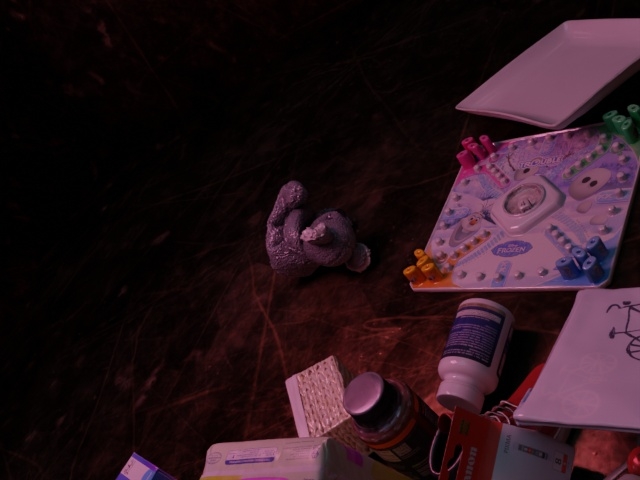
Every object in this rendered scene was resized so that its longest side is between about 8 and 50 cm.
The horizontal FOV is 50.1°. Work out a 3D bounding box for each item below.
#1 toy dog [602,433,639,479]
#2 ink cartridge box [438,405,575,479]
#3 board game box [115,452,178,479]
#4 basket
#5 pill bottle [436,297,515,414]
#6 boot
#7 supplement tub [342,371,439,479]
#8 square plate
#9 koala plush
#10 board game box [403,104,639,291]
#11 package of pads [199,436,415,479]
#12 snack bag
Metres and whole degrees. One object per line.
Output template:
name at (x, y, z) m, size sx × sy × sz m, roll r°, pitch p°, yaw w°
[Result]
toy dog at (0.357, 0.332, 0.752) m, size 0.334 × 0.160 × 0.220 m, roll -34°, pitch 26°, yaw -13°
ink cartridge box at (0.228, 0.297, 0.840) m, size 0.045 × 0.179 × 0.145 m, roll -14°, pitch 54°, yaw 57°
board game box at (-0.186, 0.486, 0.947) m, size 0.078 × 0.347 × 0.233 m, roll 3°, pitch 54°, yaw 51°
basket at (0.023, 0.294, 1.169) m, size 0.103 × 0.113 × 0.167 m, roll -36°, pitch 32°, yaw 8°
pill bottle at (0.239, 0.183, 1.073) m, size 0.094 × 0.094 × 0.169 m, roll -8°, pitch 46°, yaw 44°
boot at (0.245, 0.239, 0.923) m, size 0.088 × 0.176 × 0.244 m, roll 6°, pitch 54°, yaw 55°
supplement tub at (0.116, 0.273, 1.005) m, size 0.106 × 0.198 × 0.106 m, roll -29°, pitch 34°, yaw 21°
square plate at (0.501, -0.341, 1.406) m, size 0.344 × 0.049 × 0.347 m, roll -38°, pitch 26°, yaw -7°
koala plush at (0.000, 0.000, 1.497) m, size 0.221 × 0.196 × 0.203 m, roll 15°, pitch 75°, yaw 54°
board game box at (0.376, -0.076, 1.274) m, size 0.390 × 0.050 × 0.389 m, roll -5°, pitch 47°, yaw 46°
package of pads at (0.003, 0.360, 0.934) m, size 0.229 × 0.297 × 0.101 m, roll -17°, pitch 49°, yaw 36°
snack bag at (0.444, 0.127, 0.849) m, size 0.343 × 0.037 × 0.323 m, roll -7°, pitch 25°, yaw 41°
